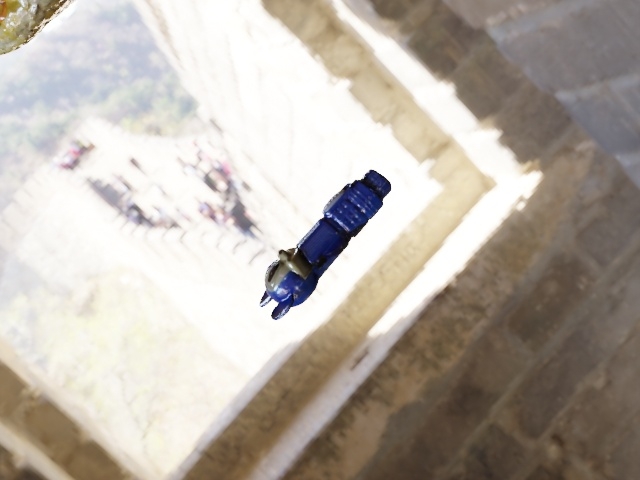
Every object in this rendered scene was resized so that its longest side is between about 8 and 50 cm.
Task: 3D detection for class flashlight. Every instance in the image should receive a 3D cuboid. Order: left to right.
[{"bbox_3d":[0.000,0.000,0.764,0.121,0.035,0.057,-49,19,-3],"label":"flashlight"}]

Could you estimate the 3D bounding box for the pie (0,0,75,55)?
[{"bbox_3d":[-0.211,-0.225,0.873,0.179,0.084,0.205,-43,28,-6],"label":"pie"}]
